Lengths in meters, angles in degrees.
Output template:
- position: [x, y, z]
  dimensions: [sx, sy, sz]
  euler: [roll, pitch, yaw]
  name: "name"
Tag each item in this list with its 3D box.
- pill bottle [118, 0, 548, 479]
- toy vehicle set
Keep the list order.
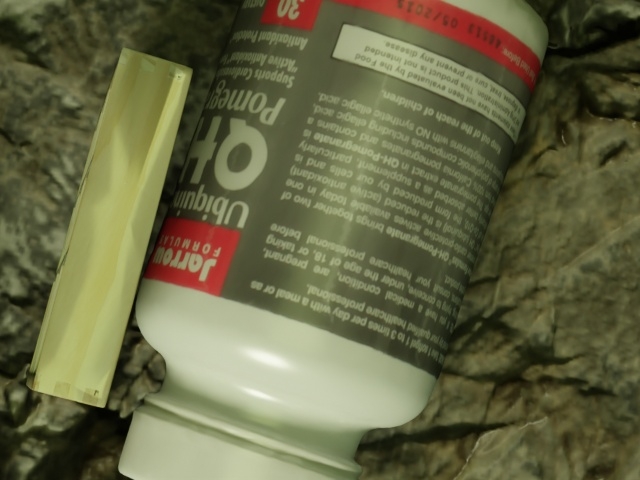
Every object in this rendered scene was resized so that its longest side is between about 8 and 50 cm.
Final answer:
- position: [0.000, 0.000, 1.076]
  dimensions: [0.176, 0.176, 0.318]
  euler: [20, 84, -6]
  name: "pill bottle"
- position: [-0.117, 0.003, 1.014]
  dimensions: [0.035, 0.267, 0.166]
  euler: [15, 84, -8]
  name: "toy vehicle set"
